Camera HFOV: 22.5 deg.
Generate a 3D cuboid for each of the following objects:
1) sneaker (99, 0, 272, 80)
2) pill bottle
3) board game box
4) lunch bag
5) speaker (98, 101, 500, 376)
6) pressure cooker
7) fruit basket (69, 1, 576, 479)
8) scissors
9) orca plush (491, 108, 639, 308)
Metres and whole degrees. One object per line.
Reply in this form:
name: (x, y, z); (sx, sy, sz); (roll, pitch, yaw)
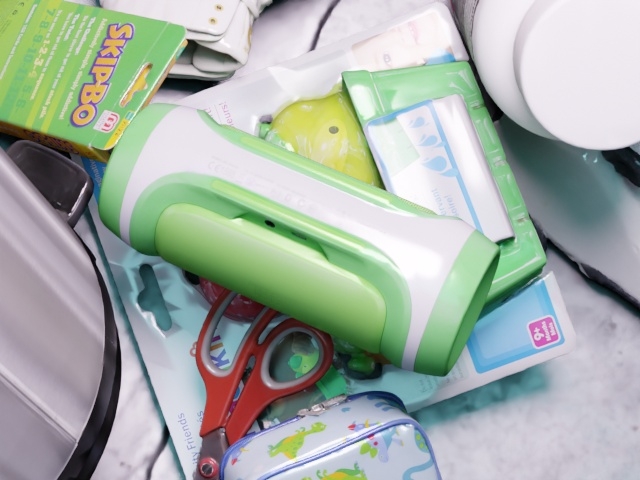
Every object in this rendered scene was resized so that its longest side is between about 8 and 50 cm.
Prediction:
sneaker: (-0.052, -0.220, 1.417); (0.292, 0.108, 0.169); (-10, 61, 0)
pill bottle: (0.205, -0.184, 1.321); (0.176, 0.318, 0.176); (-1, 112, -2)
board game box: (-0.219, -0.141, 1.348); (0.039, 0.259, 0.124); (45, 70, -43)
lunch bag: (0.018, 0.240, 1.303); (0.176, 0.090, 0.219); (-22, 113, -11)
speaker: (-0.017, -0.003, 1.245); (0.296, 0.131, 0.131); (24, 75, 11)
pressure cooker: (-0.352, 0.078, 1.183); (0.370, 0.420, 0.375); (-18, 58, 9)
fruit basket: (0.000, 0.000, 1.361); (0.353, 0.165, 0.327); (-19, 82, -6)
scissors: (-0.094, 0.166, 1.332); (0.109, 0.021, 0.297); (33, 103, 6)
orca plush: (0.277, -0.031, 1.437); (0.287, 0.151, 0.102); (34, 42, 9)
